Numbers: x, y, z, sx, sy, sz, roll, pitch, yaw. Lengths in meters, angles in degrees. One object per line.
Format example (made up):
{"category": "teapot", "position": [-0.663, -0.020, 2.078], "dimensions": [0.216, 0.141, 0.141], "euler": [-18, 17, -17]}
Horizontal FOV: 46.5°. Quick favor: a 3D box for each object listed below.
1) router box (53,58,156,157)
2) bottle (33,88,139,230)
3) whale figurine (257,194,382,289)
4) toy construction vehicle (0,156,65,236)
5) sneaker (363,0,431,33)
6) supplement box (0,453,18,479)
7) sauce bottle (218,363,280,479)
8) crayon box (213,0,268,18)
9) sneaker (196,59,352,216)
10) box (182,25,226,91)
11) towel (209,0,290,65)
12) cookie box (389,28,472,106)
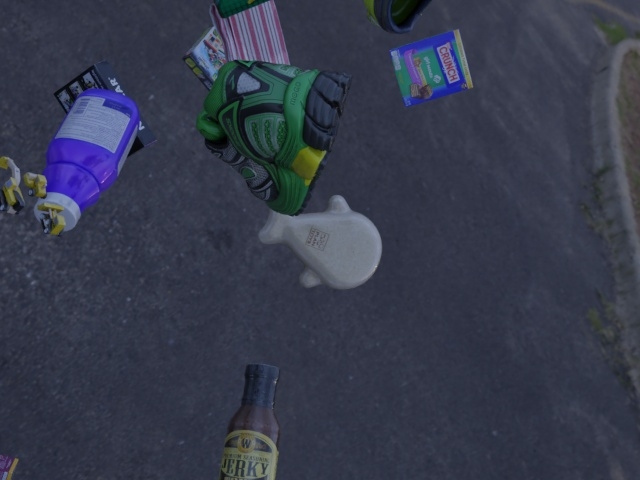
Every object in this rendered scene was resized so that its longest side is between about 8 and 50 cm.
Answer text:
{"category": "router box", "position": [-0.418, -0.240, 1.446], "dimensions": [0.179, 0.133, 0.046], "euler": [60, 34, -13]}
{"category": "bottle", "position": [-0.388, -0.136, 1.231], "dimensions": [0.118, 0.092, 0.283], "euler": [13, 46, -5]}
{"category": "whale figurine", "position": [0.000, 0.000, 1.657], "dimensions": [0.272, 0.216, 0.141], "euler": [19, 1, -5]}
{"category": "toy construction vehicle", "position": [-0.374, -0.059, 0.970], "dimensions": [0.086, 0.035, 0.098], "euler": [19, 40, -53]}
{"category": "sneaker", "position": [0.172, -0.459, 1.183], "dimensions": [0.111, 0.300, 0.121], "euler": [10, 34, -21]}
{"category": "supplement box", "position": [-0.654, 0.457, 1.483], "dimensions": [0.083, 0.055, 0.043], "euler": [21, 21, -12]}
{"category": "sauce bottle", "position": [-0.136, 0.411, 1.423], "dimensions": [0.111, 0.111, 0.345], "euler": [23, 63, -40]}
{"category": "crayon box", "position": [-0.126, -0.398, 0.887], "dimensions": [0.278, 0.081, 0.165], "euler": [-109, 177, -52]}
{"category": "sneaker", "position": [-0.060, -0.125, 0.849], "dimensions": [0.146, 0.343, 0.134], "euler": [18, 78, -3]}
{"category": "box", "position": [-0.232, -0.401, 1.812], "dimensions": [0.207, 0.036, 0.114], "euler": [49, 56, -30]}
{"category": "towel", "position": [-0.087, -0.251, 0.993], "dimensions": [0.197, 0.029, 0.144], "euler": [-52, 132, -65]}
{"category": "cookie box", "position": [0.169, -0.262, 1.132], "dimensions": [0.040, 0.107, 0.092], "euler": [-64, 138, -69]}
